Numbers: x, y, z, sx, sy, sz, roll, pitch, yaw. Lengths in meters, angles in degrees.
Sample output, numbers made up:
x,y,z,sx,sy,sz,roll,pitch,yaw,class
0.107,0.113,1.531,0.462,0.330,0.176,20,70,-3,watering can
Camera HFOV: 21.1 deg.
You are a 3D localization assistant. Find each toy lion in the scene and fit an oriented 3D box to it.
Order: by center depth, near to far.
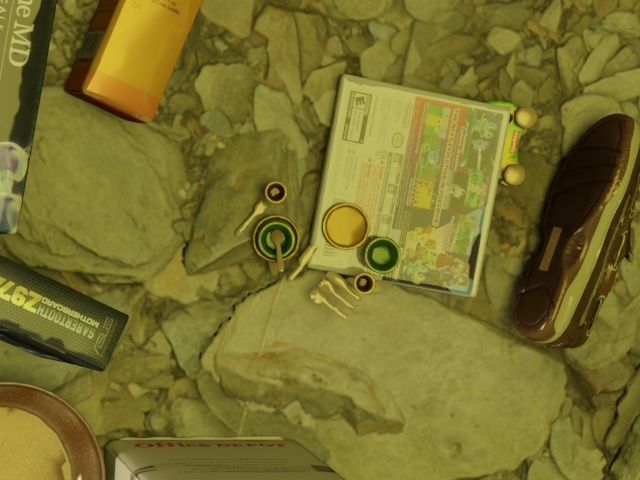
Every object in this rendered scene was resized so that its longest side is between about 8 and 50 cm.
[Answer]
x,y,z,sx,sy,sz,roll,pitch,yaw,class
0.171,-0.100,1.807,0.096,0.034,0.100,12,90,-14,toy lion

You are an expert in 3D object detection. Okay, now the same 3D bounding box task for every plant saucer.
x,y,z,sx,sy,sz,roll,pitch,yaw,class
-0.304,0.229,1.621,0.198,0.036,0.199,-2,94,-22,plant saucer

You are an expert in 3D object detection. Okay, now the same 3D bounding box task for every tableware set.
x,y,z,sx,sy,sz,roll,pitch,yaw,class
0.000,0.000,1.727,0.154,0.024,0.104,39,88,-4,tableware set

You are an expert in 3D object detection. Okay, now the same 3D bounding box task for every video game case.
x,y,z,sx,sy,sz,roll,pitch,yaw,class
0.090,-0.055,1.767,0.183,0.023,0.201,11,90,-11,video game case

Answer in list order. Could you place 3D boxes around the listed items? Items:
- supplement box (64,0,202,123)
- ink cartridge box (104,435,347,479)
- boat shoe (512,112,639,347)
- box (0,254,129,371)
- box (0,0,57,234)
x,y,z,sx,sy,sz,roll,pitch,yaw,class
-0.160,-0.233,1.643,0.078,0.080,0.233,25,87,-23,supplement box
-0.074,0.274,1.609,0.207,0.283,0.117,2,97,-21,ink cartridge box
0.291,-0.006,1.835,0.095,0.095,0.257,24,92,-35,boat shoe
-0.291,0.051,1.533,0.183,0.232,0.059,28,78,-21,box
-0.444,-0.180,1.469,0.395,0.212,0.294,9,91,-22,box
